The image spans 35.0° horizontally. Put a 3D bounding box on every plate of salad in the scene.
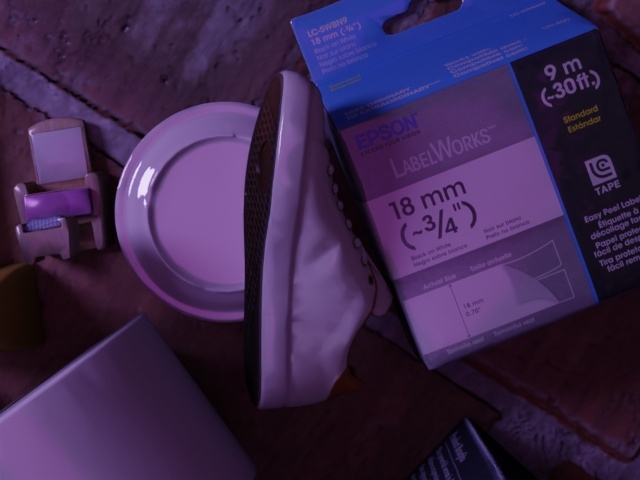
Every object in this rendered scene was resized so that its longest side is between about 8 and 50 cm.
[{"bbox_3d":[-0.086,-0.026,0.926,0.199,0.048,0.200,0,94,-4],"label":"plate of salad"}]

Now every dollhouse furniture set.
[{"bbox_3d":[-0.342,-0.061,0.796,0.286,0.303,0.198,-8,95,0],"label":"dollhouse furniture set"}]

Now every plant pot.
[{"bbox_3d":[-0.303,0.067,0.914,0.081,0.083,0.081,-8,94,-1],"label":"plant pot"}]

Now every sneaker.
[{"bbox_3d":[0.000,0.000,0.868,0.123,0.106,0.290,-2,108,-15],"label":"sneaker"}]

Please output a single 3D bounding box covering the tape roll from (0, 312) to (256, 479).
[{"bbox_3d":[-0.198,0.197,0.845,0.246,0.246,0.169,-35,94,2],"label":"tape roll"}]

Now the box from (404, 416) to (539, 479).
[{"bbox_3d":[0.111,0.409,0.877,0.293,0.212,0.395,43,93,-3],"label":"box"}]

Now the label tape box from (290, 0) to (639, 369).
[{"bbox_3d":[0.139,-0.087,0.896,0.240,0.106,0.334,-21,94,1],"label":"label tape box"}]
